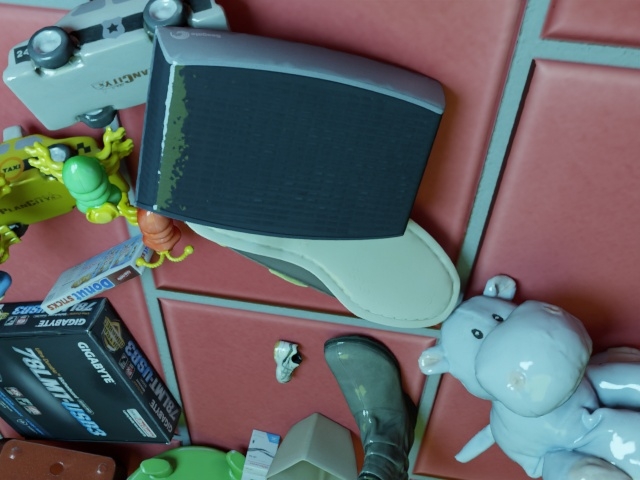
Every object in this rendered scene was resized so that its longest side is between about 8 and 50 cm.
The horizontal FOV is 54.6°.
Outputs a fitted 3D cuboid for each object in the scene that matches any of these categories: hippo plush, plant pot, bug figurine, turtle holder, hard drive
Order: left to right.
[{"bbox_3d":[-0.475,0.475,1.054,0.267,0.267,0.236,17,142,-16],"label":"plant pot"},{"bbox_3d":[-0.268,-0.011,0.619,0.279,0.072,0.216,-16,157,-6],"label":"bug figurine"},{"bbox_3d":[-0.208,0.487,1.105,0.320,0.243,0.227,-13,161,-28],"label":"turtle holder"},{"bbox_3d":[-0.021,-0.078,0.536,0.254,0.054,0.172,5,116,-20],"label":"hard drive"},{"bbox_3d":[-0.007,0.341,0.985,0.109,0.096,0.109,33,130,-19],"label":"plant pot"},{"bbox_3d":[0.260,0.145,0.707,0.236,0.234,0.294,55,165,-13],"label":"hippo plush"}]

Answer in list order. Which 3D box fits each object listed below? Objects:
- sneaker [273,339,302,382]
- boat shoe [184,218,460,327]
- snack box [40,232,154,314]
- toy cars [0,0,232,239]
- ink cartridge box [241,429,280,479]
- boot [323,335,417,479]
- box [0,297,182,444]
[{"bbox_3d":[-0.044,0.176,0.881,0.037,0.032,0.083,3,134,9],"label":"sneaker"},{"bbox_3d":[0.000,0.000,0.660,0.324,0.097,0.116,23,89,-19],"label":"boat shoe"},{"bbox_3d":[-0.279,0.041,0.781,0.178,0.064,0.022,-22,123,29],"label":"snack box"},{"bbox_3d":[-0.240,-0.121,0.599,0.176,0.087,0.393,7,146,-47],"label":"toy cars"},{"bbox_3d":[-0.100,0.364,1.036,0.048,0.083,0.028,14,135,-1],"label":"ink cartridge box"},{"bbox_3d":[0.074,0.254,0.838,0.083,0.161,0.246,-15,128,24],"label":"boot"},{"bbox_3d":[-0.409,0.215,0.972,0.293,0.073,0.295,-3,133,16],"label":"box"}]
